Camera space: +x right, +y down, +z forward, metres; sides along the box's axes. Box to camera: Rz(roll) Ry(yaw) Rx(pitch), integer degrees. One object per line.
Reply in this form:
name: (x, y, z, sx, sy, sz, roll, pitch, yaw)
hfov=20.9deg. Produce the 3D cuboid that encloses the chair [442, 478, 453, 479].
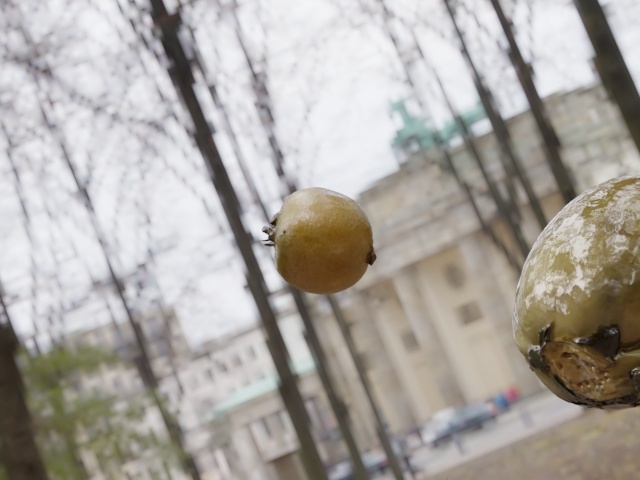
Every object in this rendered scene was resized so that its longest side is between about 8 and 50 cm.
chair: (0.207, 0.426, 2.061, 0.183, 0.175, 0.326, 15, -29, 13)

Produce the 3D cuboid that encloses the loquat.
loquat: (0.000, 0.000, 2.381, 0.163, 0.137, 0.163, 11, -33, 7)

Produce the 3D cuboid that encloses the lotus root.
lotus root: (0.287, 0.029, 1.565, 0.183, 0.183, 0.310, -29, 11, 46)
